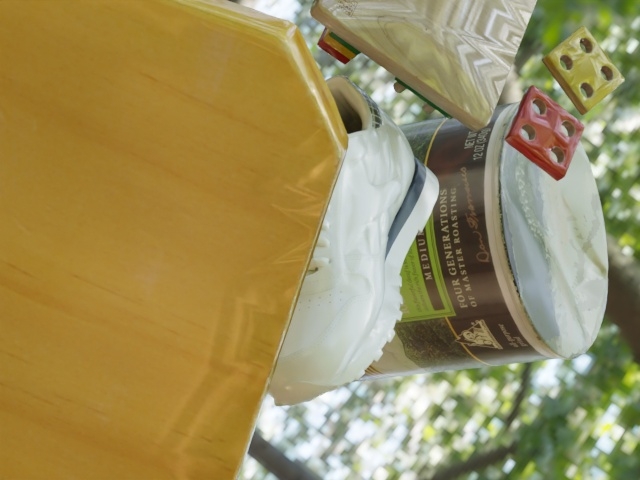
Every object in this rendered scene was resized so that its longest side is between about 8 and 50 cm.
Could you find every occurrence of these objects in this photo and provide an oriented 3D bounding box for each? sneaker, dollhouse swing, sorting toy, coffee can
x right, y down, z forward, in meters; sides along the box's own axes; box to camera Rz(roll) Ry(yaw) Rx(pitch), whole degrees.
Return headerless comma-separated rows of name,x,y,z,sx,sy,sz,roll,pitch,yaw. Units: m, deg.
sneaker,0.000,0.000,0.988,0.090,0.235,0.094,-15,-56,26
dollhouse swing,-0.172,-0.046,0.831,0.305,0.315,0.346,13,-66,-11
sorting toy,0.070,-0.144,1.058,0.275,0.132,0.046,33,-32,-16
coffee can,0.061,0.008,1.306,0.275,0.201,0.201,-10,-55,30
